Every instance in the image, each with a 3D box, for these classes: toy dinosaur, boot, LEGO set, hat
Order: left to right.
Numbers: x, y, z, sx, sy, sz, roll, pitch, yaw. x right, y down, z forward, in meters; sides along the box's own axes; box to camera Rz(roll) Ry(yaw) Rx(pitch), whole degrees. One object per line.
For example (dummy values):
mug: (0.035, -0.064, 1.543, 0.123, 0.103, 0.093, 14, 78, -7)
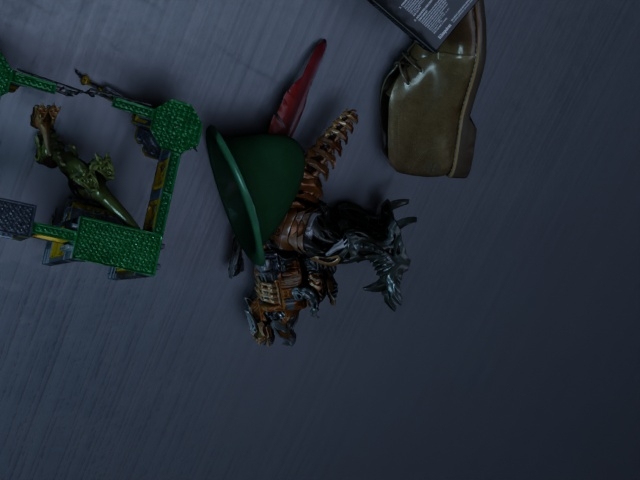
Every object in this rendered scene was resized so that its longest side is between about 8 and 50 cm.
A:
LEGO set: (-0.311, -0.075, 1.233, 0.331, 0.192, 0.255, 5, 84, -26)
hat: (-0.027, -0.094, 1.300, 0.183, 0.173, 0.208, -22, 127, -13)
toy dinosaur: (0.000, 0.000, 1.376, 0.218, 0.164, 0.322, 12, 133, -8)
boot: (0.139, -0.218, 1.340, 0.115, 0.112, 0.305, 0, 117, -6)

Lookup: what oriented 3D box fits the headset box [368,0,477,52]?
headset box: (0.080, -0.384, 1.182, 0.293, 0.110, 0.218, 38, 99, -9)
